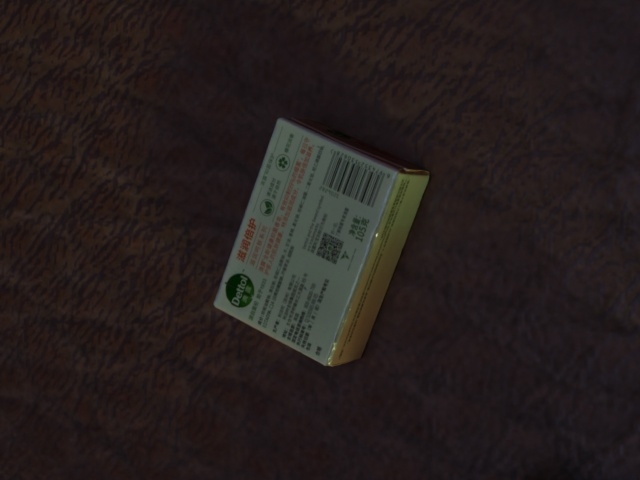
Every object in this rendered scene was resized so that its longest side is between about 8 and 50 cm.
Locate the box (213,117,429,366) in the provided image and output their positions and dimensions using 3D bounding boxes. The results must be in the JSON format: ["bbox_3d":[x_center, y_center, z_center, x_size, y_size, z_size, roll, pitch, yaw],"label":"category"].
[{"bbox_3d":[0.000,0.000,0.842,0.089,0.043,0.125,28,104,26],"label":"box"}]
